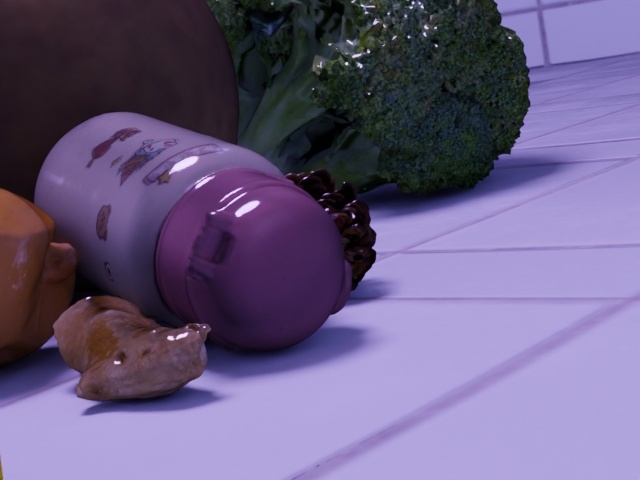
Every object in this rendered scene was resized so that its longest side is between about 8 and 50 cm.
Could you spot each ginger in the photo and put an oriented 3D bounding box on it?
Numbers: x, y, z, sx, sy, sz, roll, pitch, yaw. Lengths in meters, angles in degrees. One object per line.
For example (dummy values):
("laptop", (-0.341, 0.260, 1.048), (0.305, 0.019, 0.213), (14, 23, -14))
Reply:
("ginger", (-0.099, 0.053, 0.675), (0.057, 0.044, 0.137), (6, 2, -27))

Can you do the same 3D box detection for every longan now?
("longan", (-0.202, -0.100, 0.959), (0.297, 0.297, 0.297), (-10, 8, 1))

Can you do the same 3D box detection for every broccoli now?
("broccoli", (0.016, -0.173, 1.239), (0.321, 0.310, 0.413), (-13, -29, 43))

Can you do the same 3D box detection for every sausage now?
("sausage", (-0.254, 0.027, 0.749), (0.241, 0.120, 0.136), (-11, 7, -8))

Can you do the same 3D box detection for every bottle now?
("bottle", (-0.072, -0.005, 0.761), (0.110, 0.110, 0.233), (-15, 19, -29))

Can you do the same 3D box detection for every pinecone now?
("pinecone", (0.000, 0.000, 0.818), (0.077, 0.077, 0.083), (-14, 34, -26))

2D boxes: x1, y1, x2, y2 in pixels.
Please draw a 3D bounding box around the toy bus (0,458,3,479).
("toy bus", (-0.178, 0.081, 0.521), (0.102, 0.058, 0.052), (-10, 6, -38))
